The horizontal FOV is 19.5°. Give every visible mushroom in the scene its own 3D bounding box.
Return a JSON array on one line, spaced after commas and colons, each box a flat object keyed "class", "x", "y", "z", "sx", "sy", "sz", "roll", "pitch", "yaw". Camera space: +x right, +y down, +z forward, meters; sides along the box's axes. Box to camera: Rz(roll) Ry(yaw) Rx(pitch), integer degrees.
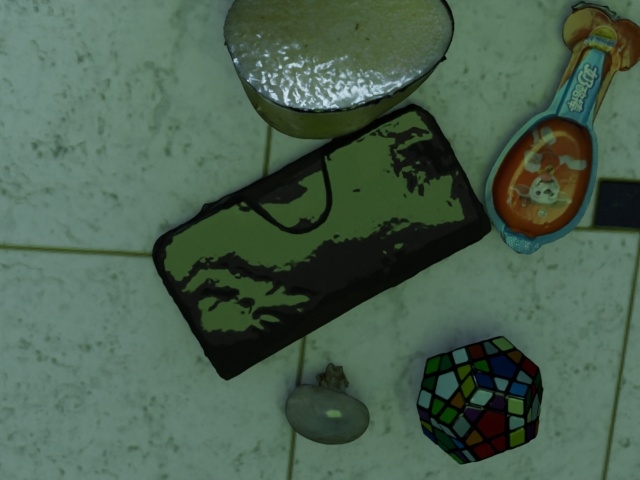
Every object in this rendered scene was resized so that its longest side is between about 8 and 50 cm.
[{"class": "mushroom", "x": 0.010, "y": 0.160, "z": 1.844, "sx": 0.085, "sy": 0.085, "sz": 0.079, "roll": 23, "pitch": 62, "yaw": -14}]

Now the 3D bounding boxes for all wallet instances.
[{"class": "wallet", "x": 0.000, "y": 0.000, "z": 1.799, "sx": 0.310, "sy": 0.042, "sz": 0.165, "roll": -28, "pitch": 111, "yaw": 2}]

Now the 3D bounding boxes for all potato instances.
[{"class": "potato", "x": 0.015, "y": -0.161, "z": 1.708, "sx": 0.202, "sy": 0.182, "sz": 0.117, "roll": -26, "pitch": 148, "yaw": -16}]

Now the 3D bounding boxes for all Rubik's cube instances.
[{"class": "Rubik's cube", "x": 0.158, "y": 0.157, "z": 1.833, "sx": 0.133, "sy": 0.133, "sz": 0.112, "roll": 14, "pitch": 132, "yaw": -12}]

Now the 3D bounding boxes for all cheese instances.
[{"class": "cheese", "x": 0.234, "y": -0.104, "z": 1.797, "sx": 0.106, "sy": 0.037, "sz": 0.256, "roll": 18, "pitch": 106, "yaw": -14}]
